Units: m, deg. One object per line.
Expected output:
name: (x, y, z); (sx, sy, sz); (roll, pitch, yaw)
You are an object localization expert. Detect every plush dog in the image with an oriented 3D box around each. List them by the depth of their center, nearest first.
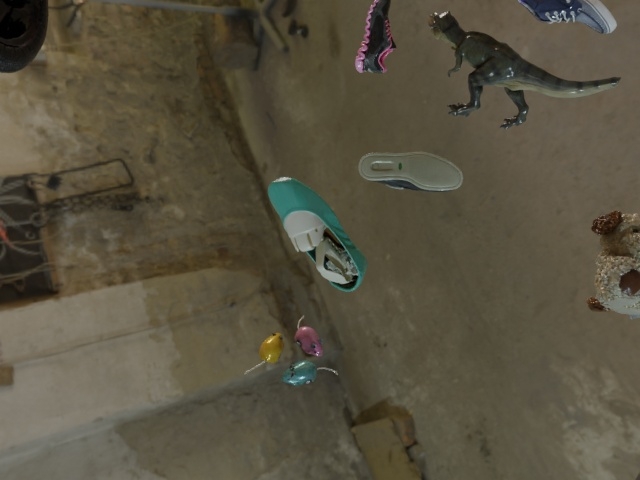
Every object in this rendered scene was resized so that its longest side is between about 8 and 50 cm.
plush dog: (0.705, 0.049, 1.319); (0.210, 0.262, 0.226); (155, 130, -69)

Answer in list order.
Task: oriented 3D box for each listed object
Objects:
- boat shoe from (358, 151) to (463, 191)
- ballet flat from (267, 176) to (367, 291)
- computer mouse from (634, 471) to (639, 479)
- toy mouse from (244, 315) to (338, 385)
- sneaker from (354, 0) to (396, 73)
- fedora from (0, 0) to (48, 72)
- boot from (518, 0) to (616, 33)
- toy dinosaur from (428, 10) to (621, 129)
boat shoe: (0.206, -0.155, 1.324); (0.232, 0.079, 0.084); (9, 84, 13)
ballet flat: (0.000, 0.000, 0.959); (0.083, 0.247, 0.087); (-23, 37, 28)
computer mouse: (0.239, 0.152, 0.366); (0.072, 0.188, 0.273); (14, 79, 39)
toy mouse: (-0.032, 0.198, 1.018); (0.143, 0.161, 0.031); (24, 135, 9)
sneaker: (0.095, -0.316, 0.901); (0.057, 0.047, 0.120); (22, 110, 23)
fedora: (-0.554, -0.413, 0.859); (0.334, 0.152, 0.335); (-1, -90, -83)
boot: (0.485, -0.453, 1.152); (0.086, 0.069, 0.190); (-44, 72, 10)
toy dinosaur: (0.240, -0.213, 0.777); (0.268, 0.064, 0.118); (32, 137, 22)
